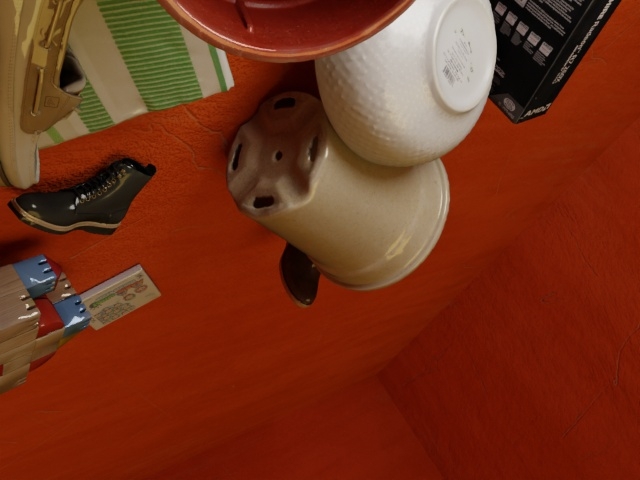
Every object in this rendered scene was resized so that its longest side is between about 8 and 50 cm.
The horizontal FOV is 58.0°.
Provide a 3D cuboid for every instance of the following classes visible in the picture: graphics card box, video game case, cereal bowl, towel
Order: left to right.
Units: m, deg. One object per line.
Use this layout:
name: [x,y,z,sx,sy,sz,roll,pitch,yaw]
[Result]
towel: [-0.279,-0.223,0.685,0.325,0.038,0.248,-20,153,-7]
video game case: [-0.424,0.121,1.204,0.157,0.019,0.143,-29,156,-12]
cereal bowl: [0.158,-0.274,0.855,0.339,0.141,0.339,-14,111,-42]
graphics card box: [0.363,-0.408,0.964,0.094,0.233,0.371,-22,152,-27]

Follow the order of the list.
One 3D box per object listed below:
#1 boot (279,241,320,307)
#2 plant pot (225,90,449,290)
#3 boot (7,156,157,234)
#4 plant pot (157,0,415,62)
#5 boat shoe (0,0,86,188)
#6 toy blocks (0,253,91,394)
boot: [0.000,0.000,1.246,0.090,0.248,0.207,19,141,-33]
plant pot: [0.014,-0.100,1.035,0.334,0.334,0.305,-43,144,19]
boot: [-0.353,-0.081,0.875,0.137,0.077,0.198,-46,167,15]
plant pot: [-0.049,-0.338,0.482,0.272,0.265,0.272,-15,140,-13]
boat shoe: [-0.302,-0.165,0.607,0.103,0.113,0.302,-2,145,-25]
toy blocks: [-0.519,0.152,0.967,0.261,0.191,0.381,-26,163,-42]
